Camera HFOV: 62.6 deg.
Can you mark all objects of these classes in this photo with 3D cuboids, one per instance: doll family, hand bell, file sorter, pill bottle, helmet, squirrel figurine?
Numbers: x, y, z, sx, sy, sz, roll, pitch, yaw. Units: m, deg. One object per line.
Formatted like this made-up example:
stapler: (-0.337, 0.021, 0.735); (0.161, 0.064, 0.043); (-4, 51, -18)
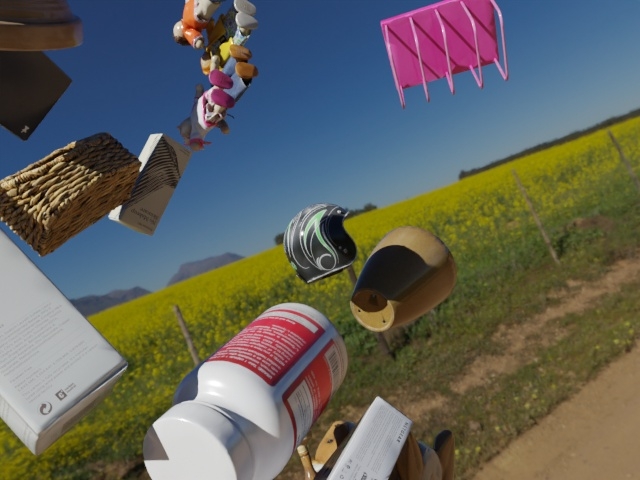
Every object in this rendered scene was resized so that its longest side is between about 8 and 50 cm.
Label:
doll family: (-0.151, -0.253, 0.799); (0.118, 0.263, 0.163); (3, -17, -33)
hand bell: (-0.040, 0.550, 1.332); (0.126, 0.242, 0.126); (-17, -17, -6)
file sorter: (0.327, -0.490, 1.377); (0.290, 0.202, 0.182); (-13, 40, 13)
pill bottle: (-0.119, 0.288, 0.962); (0.228, 0.229, 0.407); (-21, 6, 27)
helmet: (0.000, 0.000, 1.181); (0.169, 0.162, 0.169); (-22, -7, -3)
squirrel figurine: (0.142, 0.670, 1.430); (0.370, 0.398, 0.281); (-7, -13, 37)

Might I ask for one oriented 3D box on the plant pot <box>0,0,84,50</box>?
plant pot: (-0.427, -0.315, 0.657); (0.237, 0.110, 0.237); (8, 25, -4)

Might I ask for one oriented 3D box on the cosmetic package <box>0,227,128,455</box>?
cosmetic package: (-0.502, 0.130, 0.823); (0.156, 0.385, 0.217); (-40, -3, -39)

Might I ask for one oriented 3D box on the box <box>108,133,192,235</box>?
box: (-0.483, -0.160, 1.503); (0.094, 0.275, 0.113); (9, -16, 47)

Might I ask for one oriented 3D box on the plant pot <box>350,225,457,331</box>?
plant pot: (0.191, 0.117, 1.337); (0.237, 0.237, 0.254); (-21, 9, 40)

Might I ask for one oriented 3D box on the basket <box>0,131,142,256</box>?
basket: (-0.605, -0.154, 1.225); (0.299, 0.223, 0.213); (-48, 0, -44)

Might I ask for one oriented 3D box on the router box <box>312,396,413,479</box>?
router box: (0.009, 0.478, 0.908); (0.335, 0.082, 0.301); (-43, -16, -53)

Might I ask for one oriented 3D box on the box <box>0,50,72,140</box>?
box: (-0.721, -0.390, 1.039); (0.183, 0.293, 0.296); (-56, -16, -9)
